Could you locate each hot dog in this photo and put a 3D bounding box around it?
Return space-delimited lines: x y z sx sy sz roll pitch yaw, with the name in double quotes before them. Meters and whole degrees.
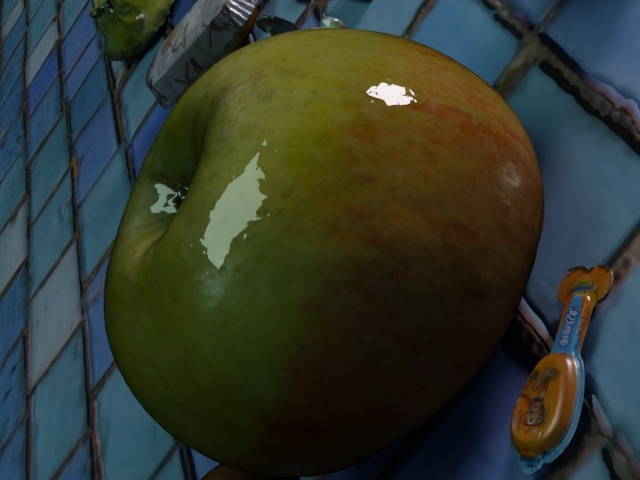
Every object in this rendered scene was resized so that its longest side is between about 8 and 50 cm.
"hot dog" -0.121 -0.205 1.270 0.192 0.053 0.099 -43 30 39

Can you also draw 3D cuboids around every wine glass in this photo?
"wine glass" -0.050 -0.161 1.115 0.039 0.042 0.083 78 -154 -69

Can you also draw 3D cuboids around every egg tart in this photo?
"egg tart" -0.239 -0.321 1.575 0.197 0.078 0.197 -46 28 33

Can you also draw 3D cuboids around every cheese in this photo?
"cheese" 0.118 0.062 0.601 0.047 0.017 0.111 -7 57 56

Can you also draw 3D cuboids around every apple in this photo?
"apple" 0.000 0.000 0.676 0.261 0.194 0.260 -45 29 33

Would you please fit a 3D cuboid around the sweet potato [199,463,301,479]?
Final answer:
"sweet potato" -0.030 0.228 0.625 0.097 0.097 0.291 -49 32 24

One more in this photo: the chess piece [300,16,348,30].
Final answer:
"chess piece" -0.033 -0.074 0.918 0.139 0.139 0.271 -30 29 47
